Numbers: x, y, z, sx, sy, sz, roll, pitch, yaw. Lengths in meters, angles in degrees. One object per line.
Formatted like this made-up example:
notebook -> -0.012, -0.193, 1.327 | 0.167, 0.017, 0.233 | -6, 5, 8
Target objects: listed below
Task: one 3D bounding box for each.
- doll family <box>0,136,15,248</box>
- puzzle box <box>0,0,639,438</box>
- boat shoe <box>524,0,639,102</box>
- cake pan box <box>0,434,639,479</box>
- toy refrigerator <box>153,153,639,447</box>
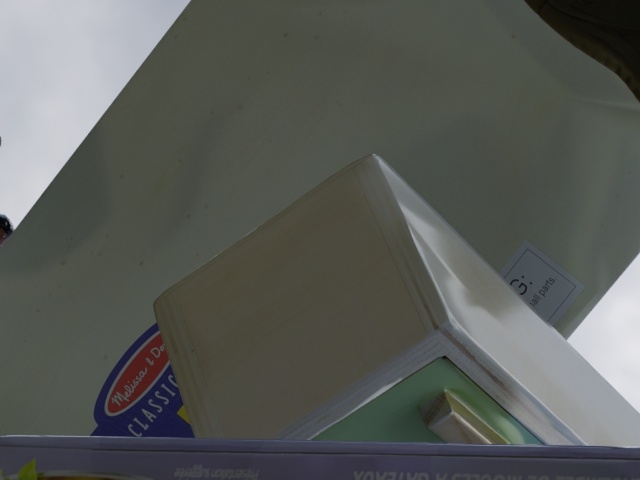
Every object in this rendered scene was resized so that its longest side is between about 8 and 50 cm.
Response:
doll family -> -0.218, 0.008, 1.120 | 0.076, 0.111, 0.193 | 43, -25, 21
puzzle box -> 0.000, 0.000, 1.031 | 0.409, 0.272, 0.052 | -51, 178, 9
boat shoe -> 0.144, -0.104, 0.808 | 0.080, 0.073, 0.223 | -43, -107, 18
cake pan box -> 0.060, 0.131, 0.581 | 0.246, 0.267, 0.070 | 1, -114, 25
toy refrigerator -> 0.060, 0.087, 0.741 | 0.102, 0.269, 0.094 | -34, -132, 13
